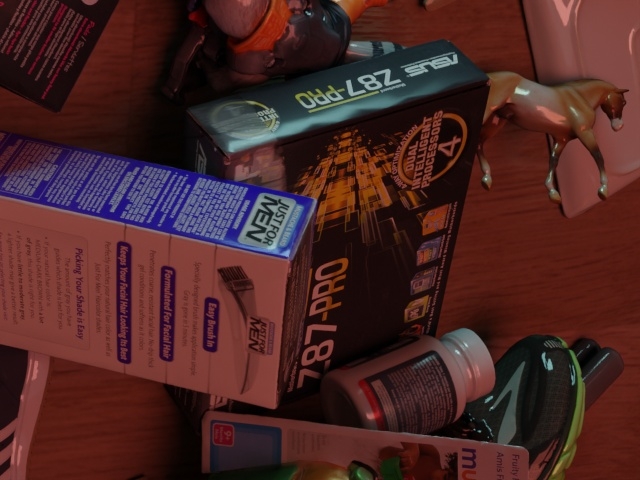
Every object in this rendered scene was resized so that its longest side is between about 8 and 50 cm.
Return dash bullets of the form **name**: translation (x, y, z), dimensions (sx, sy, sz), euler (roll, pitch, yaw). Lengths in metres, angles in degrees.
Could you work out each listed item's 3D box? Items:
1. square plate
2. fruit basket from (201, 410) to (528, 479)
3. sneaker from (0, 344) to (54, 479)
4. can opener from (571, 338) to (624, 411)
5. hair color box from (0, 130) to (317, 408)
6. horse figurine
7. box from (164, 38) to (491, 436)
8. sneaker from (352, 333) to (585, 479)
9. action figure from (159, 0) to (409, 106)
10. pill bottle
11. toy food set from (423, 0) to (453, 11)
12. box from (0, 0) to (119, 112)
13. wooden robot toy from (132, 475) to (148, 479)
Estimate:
- **square plate**: translation (0.420, -0.241, 1.903), dimensions (0.347, 0.049, 0.344), euler (-27, 117, -23)
- **fruit basket**: translation (0.041, 0.349, 1.580), dimensions (0.165, 0.353, 0.327), euler (-38, 131, -60)
- **sneaker**: translation (-0.368, 0.212, 1.500), dimensions (0.153, 0.099, 0.282), euler (10, 92, -40)
- **can opener**: translation (0.268, 0.221, 1.933), dimensions (0.283, 0.076, 0.095), euler (-43, 124, -16)
- **hair color box**: translation (-0.183, 0.024, 1.411), dimensions (0.110, 0.339, 0.185), euler (-66, 166, -50)
- **horse figurine**: translation (0.239, -0.135, 1.765), dimensions (0.263, 0.066, 0.174), euler (9, 65, -5)
- **box**: translation (0.000, 0.000, 1.594), dimensions (0.318, 0.097, 0.395), euler (-16, 137, -27)
- **sneaker**: translation (0.113, 0.276, 1.762), dimensions (0.483, 0.185, 0.202), euler (-41, 118, -6)
- **action figure**: translation (0.005, -0.254, 1.541), dimensions (0.330, 0.178, 0.341), euler (6, 116, -52)
- **pill bottle**: translation (0.100, 0.166, 1.682), dimensions (0.180, 0.108, 0.108), euler (-20, 115, -24)
- **toy food set**: translation (0.141, -0.363, 1.696), dimensions (0.132, 0.038, 0.192), euler (-24, 122, -17)
- **box**: translation (-0.267, -0.265, 1.378), dimensions (0.142, 0.163, 0.247), euler (30, 88, -39)
- **wooden robot toy**: translation (-0.209, 0.353, 1.662), dimensions (0.076, 0.173, 0.079), euler (5, 149, 1)
